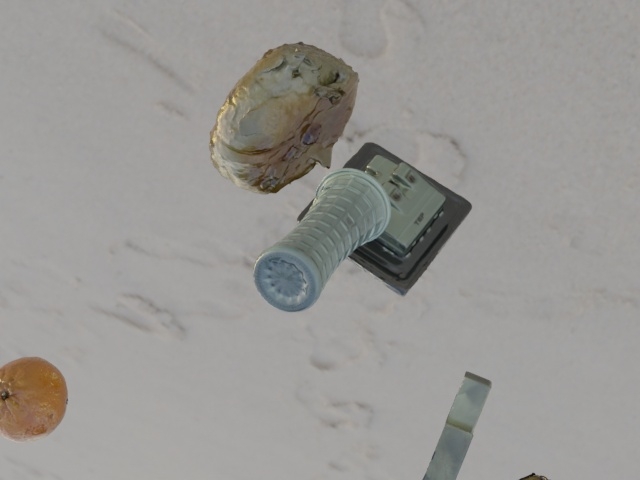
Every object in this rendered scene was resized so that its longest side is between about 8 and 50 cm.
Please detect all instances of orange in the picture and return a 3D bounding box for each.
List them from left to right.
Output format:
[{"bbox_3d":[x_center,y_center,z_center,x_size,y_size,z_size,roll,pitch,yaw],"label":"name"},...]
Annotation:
[{"bbox_3d":[-0.458,0.244,1.548,0.136,0.135,0.117,17,151,26],"label":"orange"}]

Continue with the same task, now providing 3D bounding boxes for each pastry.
[{"bbox_3d":[-0.049,-0.167,1.434,0.121,0.236,0.257,43,-158,18],"label":"pastry"}]

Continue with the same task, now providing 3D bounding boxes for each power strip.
[{"bbox_3d":[0.127,-0.060,1.863,0.251,0.257,0.092,36,150,7],"label":"power strip"}]

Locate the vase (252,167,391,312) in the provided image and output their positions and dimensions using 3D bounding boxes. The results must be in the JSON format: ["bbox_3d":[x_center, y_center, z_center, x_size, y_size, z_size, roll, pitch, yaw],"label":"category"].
[{"bbox_3d":[0.000,0.000,1.611,0.143,0.299,0.143,10,118,20],"label":"vase"}]

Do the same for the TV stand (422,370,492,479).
[{"bbox_3d":[0.141,0.273,1.166,0.036,0.249,0.042,22,-169,10],"label":"TV stand"}]

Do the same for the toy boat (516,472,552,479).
[{"bbox_3d":[0.285,0.433,1.548,0.226,0.088,0.068,-25,139,12],"label":"toy boat"}]
